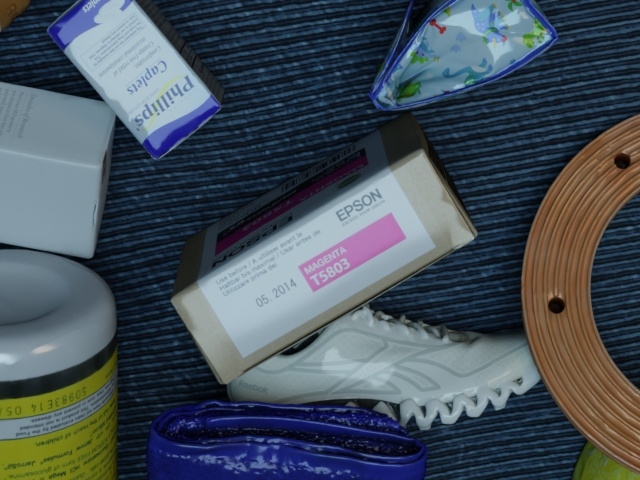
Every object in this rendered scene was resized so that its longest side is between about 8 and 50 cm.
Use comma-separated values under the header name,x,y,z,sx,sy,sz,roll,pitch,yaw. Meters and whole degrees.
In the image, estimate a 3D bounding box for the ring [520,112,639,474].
name,x,y,z,sx,sy,sz,roll,pitch,yaw
ring,0.335,0.046,1.441,0.336,0.032,0.337,0,76,1

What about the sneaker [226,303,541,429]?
name,x,y,z,sx,sy,sz,roll,pitch,yaw
sneaker,0.057,0.105,1.473,0.292,0.110,0.118,-11,94,1

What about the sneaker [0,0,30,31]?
name,x,y,z,sx,sy,sz,roll,pitch,yaw
sneaker,-0.330,-0.296,1.391,0.123,0.106,0.290,-29,103,-15

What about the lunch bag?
name,x,y,z,sx,sy,sz,roll,pitch,yaw
lunch bag,0.106,-0.160,1.397,0.151,0.129,0.096,-35,96,9

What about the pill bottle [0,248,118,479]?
name,x,y,z,sx,sy,sz,roll,pitch,yaw
pill bottle,-0.261,0.192,1.420,0.187,0.188,0.334,2,114,-1

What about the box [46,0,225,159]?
name,x,y,z,sx,sy,sz,roll,pitch,yaw
box,-0.147,-0.145,1.399,0.072,0.126,0.137,-39,100,6

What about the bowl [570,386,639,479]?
name,x,y,z,sx,sy,sz,roll,pitch,yaw
bowl,0.367,0.261,1.480,0.289,0.156,0.290,0,103,0

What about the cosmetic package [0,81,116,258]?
name,x,y,z,sx,sy,sz,roll,pitch,yaw
cosmetic package,-0.290,-0.069,1.415,0.231,0.085,0.117,10,137,-5

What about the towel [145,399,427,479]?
name,x,y,z,sx,sy,sz,roll,pitch,yaw
towel,-0.036,0.263,1.469,0.227,0.076,0.308,6,127,0

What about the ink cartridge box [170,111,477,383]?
name,x,y,z,sx,sy,sz,roll,pitch,yaw
ink cartridge box,0.000,0.000,1.399,0.234,0.193,0.088,-30,101,5
